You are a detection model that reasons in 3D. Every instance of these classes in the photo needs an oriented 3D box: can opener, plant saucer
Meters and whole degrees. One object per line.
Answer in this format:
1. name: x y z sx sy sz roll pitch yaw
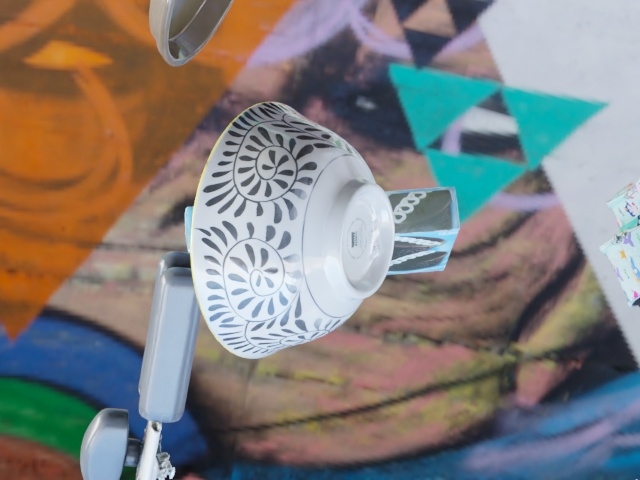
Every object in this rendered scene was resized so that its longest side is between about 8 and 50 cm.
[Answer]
1. can opener: -0.171 0.145 1.375 0.093 0.280 0.074 10 -157 -15
2. plant saucer: -0.144 -0.354 1.769 0.041 0.278 0.278 25 -137 7

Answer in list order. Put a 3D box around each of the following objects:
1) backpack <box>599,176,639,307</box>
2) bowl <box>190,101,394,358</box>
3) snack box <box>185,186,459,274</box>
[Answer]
1. backpack: 0.501 -0.015 1.896 0.225 0.253 0.191 -22 -108 -19
2. bowl: -0.003 -0.002 0.902 0.080 0.170 0.170 7 -144 31
3. snack box: 0.000 0.000 1.714 0.321 0.187 0.060 -4 -107 -2
